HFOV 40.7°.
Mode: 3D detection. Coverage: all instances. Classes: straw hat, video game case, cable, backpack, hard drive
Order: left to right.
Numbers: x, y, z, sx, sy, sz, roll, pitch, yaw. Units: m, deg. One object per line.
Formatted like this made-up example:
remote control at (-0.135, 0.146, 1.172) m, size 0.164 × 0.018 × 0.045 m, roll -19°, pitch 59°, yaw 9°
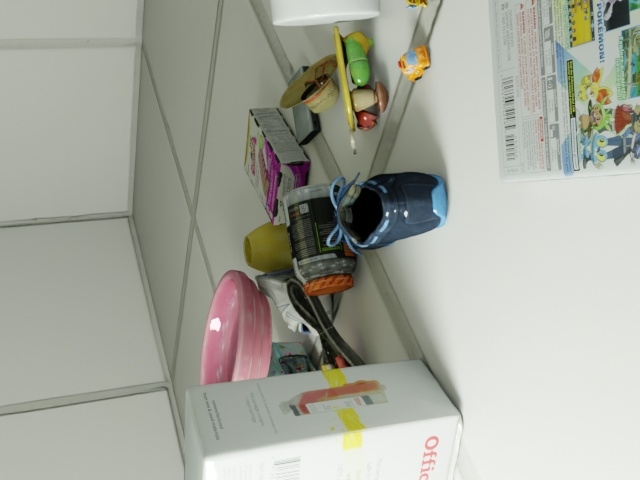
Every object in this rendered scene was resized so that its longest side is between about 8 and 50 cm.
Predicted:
backpack at (-0.080, 0.309, 1.851) m, size 0.188 × 0.144 × 0.166 m, roll -108°, pitch 23°, yaw -56°
hard drive at (-0.033, -0.271, 1.735) m, size 0.094 × 0.022 × 0.135 m, roll 147°, pitch 116°, yaw -68°
straw hat at (-0.001, -0.270, 1.577) m, size 0.061 × 0.144 × 0.144 m, roll 47°, pitch 176°, yaw -27°
cable at (0.010, 0.195, 1.590) m, size 0.287 × 0.072 × 0.139 m, roll 61°, pitch 153°, yaw 5°
video game case at (0.271, -0.231, 0.906) m, size 0.300 × 0.036 × 0.329 m, roll -176°, pitch 82°, yaw -70°

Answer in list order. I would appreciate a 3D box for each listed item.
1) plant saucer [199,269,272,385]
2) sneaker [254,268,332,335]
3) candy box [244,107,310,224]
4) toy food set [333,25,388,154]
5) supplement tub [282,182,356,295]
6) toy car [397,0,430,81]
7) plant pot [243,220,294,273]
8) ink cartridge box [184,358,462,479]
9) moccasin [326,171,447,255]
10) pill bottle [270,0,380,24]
plant saucer at (-0.176, 0.231, 1.809) m, size 0.332 × 0.084 × 0.332 m, roll -171°, pitch 90°, yaw -72°
sneaker at (-0.059, 0.127, 1.801) m, size 0.297 × 0.111 × 0.129 m, roll -168°, pitch 68°, yaw -69°
candy box at (-0.099, -0.165, 1.873) m, size 0.233 × 0.071 × 0.159 m, roll -119°, pitch 30°, yaw -48°
toy food set at (0.071, -0.251, 1.413) m, size 0.128 × 0.071 × 0.218 m, roll 66°, pitch -165°, yaw -77°
supplement tub at (0.000, 0.000, 1.583) m, size 0.117 × 0.116 × 0.191 m, roll 140°, pitch 123°, yaw -66°
toy car at (0.130, -0.296, 1.262) m, size 0.060 × 0.040 × 0.122 m, roll 176°, pitch 88°, yaw -70°
plant pot at (-0.119, 0.019, 1.940) m, size 0.134 × 0.095 × 0.134 m, roll 174°, pitch 90°, yaw -69°
ink cartridge box at (-0.006, 0.352, 1.315) m, size 0.160 × 0.384 × 0.279 m, roll -122°, pitch 32°, yaw -56°
moccasin at (0.076, -0.056, 1.361) m, size 0.342 × 0.116 × 0.138 m, roll 153°, pitch 110°, yaw -68°
pill bottle at (-0.006, -0.522, 1.314) m, size 0.210 × 0.210 × 0.363 m, roll -158°, pitch 62°, yaw -67°
